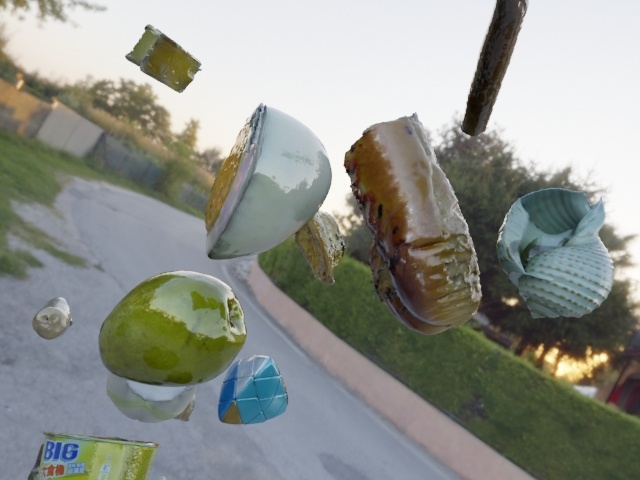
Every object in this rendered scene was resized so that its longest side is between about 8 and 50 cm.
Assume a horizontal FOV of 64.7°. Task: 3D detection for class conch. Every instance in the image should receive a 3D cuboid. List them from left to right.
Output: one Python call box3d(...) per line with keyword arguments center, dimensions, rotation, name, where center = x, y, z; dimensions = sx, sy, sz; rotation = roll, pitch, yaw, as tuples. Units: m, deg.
box3d(center=(0.354, 0.026, 0.766), dimensions=(0.172, 0.200, 0.131), rotation=(27, -29, 23), name="conch")

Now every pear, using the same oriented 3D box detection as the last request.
box3d(center=(-0.317, 0.195, 1.094), dimensions=(0.253, 0.306, 0.253), rotation=(-19, 90, -72), name="pear")

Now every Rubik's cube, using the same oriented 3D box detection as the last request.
box3d(center=(-0.220, 0.471, 1.588), dimensions=(0.254, 0.255, 0.254), rotation=(29, -2, 1), name="Rubik's cube")

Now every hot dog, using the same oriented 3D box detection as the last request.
box3d(center=(0.174, 0.001, 0.984), dimensions=(0.367, 0.195, 0.366), rotation=(66, 3, -68), name="hot dog")

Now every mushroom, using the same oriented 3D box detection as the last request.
box3d(center=(-0.757, 0.228, 1.432), dimensions=(0.096, 0.108, 0.247), rotation=(41, -12, -17), name="mushroom")

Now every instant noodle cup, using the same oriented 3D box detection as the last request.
box3d(center=(-0.385, 0.413, 0.859), dimensions=(0.204, 0.153, 0.205), rotation=(4, -24, 2), name="instant noodle cup")

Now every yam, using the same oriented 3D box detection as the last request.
box3d(center=(0.237, -0.240, 0.702), dimensions=(0.046, 0.046, 0.264), rotation=(29, -20, 17), name="yam")

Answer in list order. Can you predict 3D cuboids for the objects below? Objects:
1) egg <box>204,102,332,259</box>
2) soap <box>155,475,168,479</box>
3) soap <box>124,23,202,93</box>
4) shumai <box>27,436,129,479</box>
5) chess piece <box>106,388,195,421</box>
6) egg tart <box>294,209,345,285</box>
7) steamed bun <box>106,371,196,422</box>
box3d(center=(-0.090, -0.078, 0.878), dimensions=(0.174, 0.286, 0.264), rotation=(23, 29, -19), name="egg")
box3d(center=(-0.335, 0.656, 1.120), dimensions=(0.208, 0.115, 0.347), rotation=(52, -26, 4), name="soap")
box3d(center=(-0.496, -0.576, 1.625), dimensions=(0.076, 0.135, 0.233), rotation=(42, 9, 19), name="soap")
box3d(center=(-0.640, 0.636, 1.398), dimensions=(0.203, 0.222, 0.272), rotation=(3, -30, 42), name="shumai")
box3d(center=(-0.633, 0.584, 1.872), dimensions=(0.307, 0.124, 0.139), rotation=(21, 14, -22), name="chess piece")
box3d(center=(-0.002, -0.003, 1.904), dimensions=(0.341, 0.128, 0.341), rotation=(54, -25, 39), name="egg tart")
box3d(center=(-0.567, 0.470, 1.707), dimensions=(0.309, 0.310, 0.309), rotation=(29, -2, 1), name="steamed bun")
